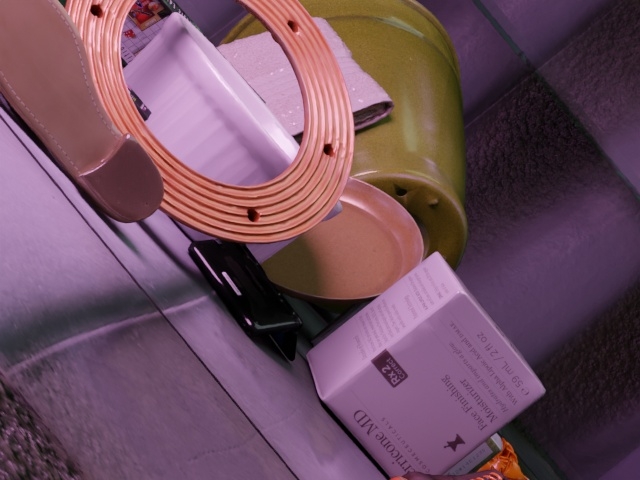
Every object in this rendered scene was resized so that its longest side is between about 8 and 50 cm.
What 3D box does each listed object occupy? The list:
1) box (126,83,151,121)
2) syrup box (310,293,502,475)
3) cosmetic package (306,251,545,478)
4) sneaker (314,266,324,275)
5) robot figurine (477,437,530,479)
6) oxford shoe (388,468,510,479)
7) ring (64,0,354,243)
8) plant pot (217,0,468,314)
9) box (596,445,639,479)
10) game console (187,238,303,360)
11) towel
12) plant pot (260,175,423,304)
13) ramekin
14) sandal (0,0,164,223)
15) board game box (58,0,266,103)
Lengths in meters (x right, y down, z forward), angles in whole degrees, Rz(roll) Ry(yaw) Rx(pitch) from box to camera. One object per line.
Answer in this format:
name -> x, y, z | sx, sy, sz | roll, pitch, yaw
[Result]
box -> -0.211, -0.131, 1.776 | 0.083, 0.062, 0.052 | 49, 6, -8
syrup box -> 0.101, 0.175, 2.146 | 0.237, 0.093, 0.096 | 50, 5, 3
cosmetic package -> 0.107, 0.138, 1.939 | 0.151, 0.183, 0.151 | 49, 4, -16
sneaker -> -0.049, 0.012, 2.182 | 0.089, 0.051, 0.170 | 58, -13, -16
robot figurine -> 0.295, 0.392, 2.339 | 0.291, 0.085, 0.211 | 50, 6, -5
oxford shoe -> 0.141, 0.258, 1.850 | 0.097, 0.098, 0.271 | 52, 5, 23
ring -> -0.107, -0.148, 1.798 | 0.336, 0.032, 0.337 | 19, 57, -32
plant pot -> 0.046, -0.096, 2.457 | 0.366, 0.366, 0.353 | 47, 17, -36
box -> 0.340, 0.343, 2.066 | 0.103, 0.261, 0.184 | 54, 7, 38
game console -> -0.078, 0.062, 1.848 | 0.107, 0.071, 0.122 | -8, 52, -48
towel -> -0.074, -0.180, 2.294 | 0.187, 0.282, 0.049 | 54, -25, 33
plant pot -> 0.000, 0.000, 2.133 | 0.236, 0.236, 0.032 | 54, -37, 39
ramekin -> -0.114, -0.096, 1.982 | 0.277, 0.135, 0.277 | 50, 4, -5
sandal -> -0.228, -0.113, 1.580 | 0.240, 0.088, 0.079 | 56, -28, -11
board game box -> -0.192, -0.204, 2.104 | 0.260, 0.136, 0.030 | 47, 30, -32
